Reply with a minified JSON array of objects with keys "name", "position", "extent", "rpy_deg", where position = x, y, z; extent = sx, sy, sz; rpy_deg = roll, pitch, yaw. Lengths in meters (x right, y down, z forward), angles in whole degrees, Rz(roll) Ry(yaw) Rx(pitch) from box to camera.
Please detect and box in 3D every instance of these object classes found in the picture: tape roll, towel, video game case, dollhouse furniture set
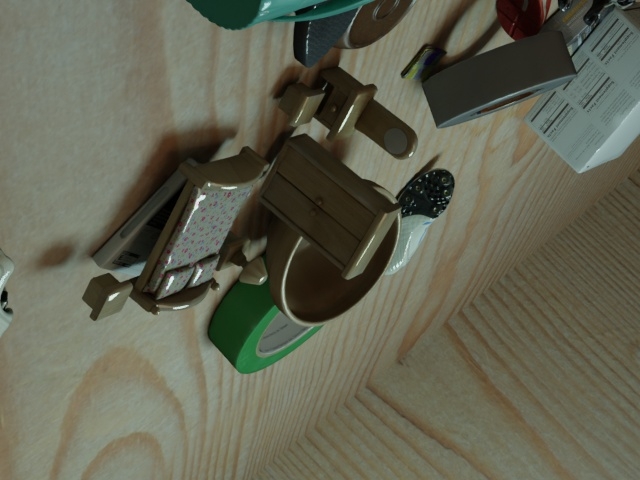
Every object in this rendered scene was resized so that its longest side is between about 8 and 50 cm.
[{"name":"tape roll","position":[0.263,-0.236,1.842],"extent":[0.219,0.072,0.219],"rpy_deg":[-19,179,0]},{"name":"towel","position":[0.150,-0.254,1.802],"extent":[0.060,0.009,0.083],"rpy_deg":[-50,162,20]},{"name":"video game case","position":[-0.184,-0.021,1.578],"extent":[0.173,0.022,0.190],"rpy_deg":[-45,163,6]},{"name":"dollhouse furniture set","position":[-0.066,-0.026,1.503],"extent":[0.355,0.174,0.303],"rpy_deg":[-23,148,-55]},{"name":"tape roll","position":[-0.040,0.085,2.075],"extent":[0.321,0.077,0.321],"rpy_deg":[-39,162,-15]}]

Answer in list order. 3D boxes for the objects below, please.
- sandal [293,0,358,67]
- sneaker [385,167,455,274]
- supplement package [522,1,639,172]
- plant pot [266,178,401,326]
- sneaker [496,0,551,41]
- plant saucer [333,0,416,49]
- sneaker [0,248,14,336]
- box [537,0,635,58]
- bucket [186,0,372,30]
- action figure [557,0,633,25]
[{"name":"sandal","position":[-0.001,-0.290,1.312],"extent":[0.097,0.054,0.254],"rpy_deg":[-43,155,-29]},{"name":"sneaker","position":[0.164,-0.042,2.258],"extent":[0.237,0.085,0.086],"rpy_deg":[-56,-174,27]},{"name":"supplement package","position":[0.521,-0.272,2.188],"extent":[0.204,0.145,0.262],"rpy_deg":[-20,153,-53]},{"name":"plant pot","position":[0.000,0.000,1.845],"extent":[0.237,0.110,0.237],"rpy_deg":[-29,139,-29]},{"name":"sneaker","position":[0.335,-0.381,1.794],"extent":[0.128,0.087,0.221],"rpy_deg":[-36,163,-21]},{"name":"plant saucer","position":[0.073,-0.290,1.504],"extent":[0.168,0.029,0.168],"rpy_deg":[-39,162,-15]},{"name":"sneaker","position":[-0.378,0.108,1.313],"extent":[0.118,0.110,0.292],"rpy_deg":[-42,166,-37]},{"name":"box","position":[0.464,-0.370,2.167],"extent":[0.183,0.056,0.231],"rpy_deg":[-44,164,4]},{"name":"bucket","position":[-0.026,-0.289,0.869],"extent":[0.183,0.281,0.281],"rpy_deg":[-27,159,-21]},{"name":"action figure","position":[0.452,-0.401,1.819],"extent":[0.141,0.164,0.276],"rpy_deg":[-70,-163,-8]}]
